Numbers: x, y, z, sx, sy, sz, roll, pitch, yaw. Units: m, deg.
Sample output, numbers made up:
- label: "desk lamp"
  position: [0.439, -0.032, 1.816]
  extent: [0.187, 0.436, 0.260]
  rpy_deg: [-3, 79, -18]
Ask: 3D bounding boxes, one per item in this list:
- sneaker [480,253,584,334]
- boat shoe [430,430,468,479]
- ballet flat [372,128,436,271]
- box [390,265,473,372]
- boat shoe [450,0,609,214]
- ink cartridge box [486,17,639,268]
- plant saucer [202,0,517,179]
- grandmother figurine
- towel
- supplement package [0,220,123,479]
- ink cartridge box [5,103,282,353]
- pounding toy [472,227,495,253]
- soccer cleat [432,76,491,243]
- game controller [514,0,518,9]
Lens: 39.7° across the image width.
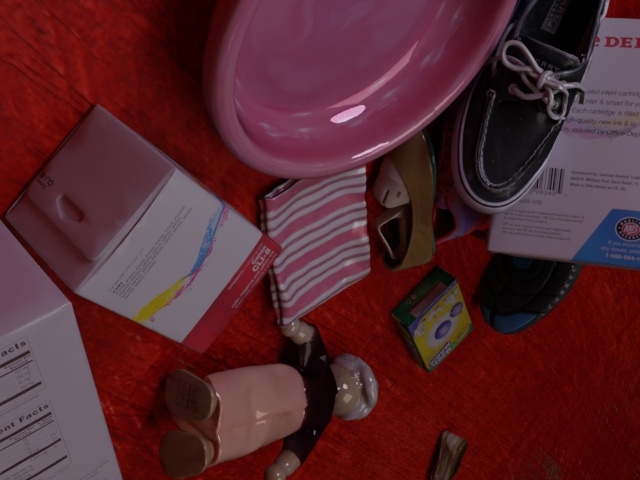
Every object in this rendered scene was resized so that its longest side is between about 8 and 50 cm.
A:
- label: "sneaker"
  position: [0.382, 0.007, 1.393]
  extent: [0.340, 0.125, 0.140]
  rpy_deg: [-56, 150, 9]
- label: "boat shoe"
  position: [0.231, 0.412, 1.651]
  extent: [0.056, 0.048, 0.153]
  rpy_deg: [-39, 151, -39]
- label: "ballet flat"
  position: [0.100, -0.043, 1.073]
  extent: [0.073, 0.080, 0.232]
  rpy_deg: [-24, 137, -13]
- label: "box"
  position: [0.171, 0.127, 1.328]
  extent: [0.105, 0.043, 0.179]
  rpy_deg: [-44, 146, -11]
- label: "boat shoe"
  position: [0.225, -0.172, 0.912]
  extent: [0.306, 0.113, 0.105]
  rpy_deg: [-63, 179, 3]
- label: "ink cartridge box"
  position: [0.321, -0.107, 1.044]
  extent: [0.197, 0.198, 0.270]
  rpy_deg: [8, 90, -71]
- label: "plant saucer"
  position: [0.033, -0.203, 0.802]
  extent: [0.332, 0.084, 0.332]
  rpy_deg: [-27, 149, -18]
- label: "grandmother figurine"
  position: [-0.043, 0.193, 1.098]
  extent: [0.342, 0.104, 0.207]
  rpy_deg: [3, 103, -52]
- label: "towel"
  position: [0.000, 0.000, 1.020]
  extent: [0.144, 0.029, 0.197]
  rpy_deg: [-30, 134, -28]
- label: "supplement package"
  position: [-0.272, 0.129, 0.741]
  extent: [0.134, 0.139, 0.244]
  rpy_deg: [-29, 139, -28]
- label: "ink cartridge box"
  position: [-0.149, -0.006, 0.772]
  extent: [0.127, 0.128, 0.176]
  rpy_deg: [-52, 146, -1]
- label: "pounding toy"
  position: [0.291, -0.049, 1.240]
  extent: [0.206, 0.181, 0.094]
  rpy_deg: [-20, 106, -48]
- label: "soccer cleat"
  position: [0.172, -0.094, 1.108]
  extent: [0.095, 0.083, 0.248]
  rpy_deg: [-32, 143, -19]
- label: "game controller"
  position: [0.163, -0.313, 0.912]
  extent: [0.319, 0.067, 0.166]
  rpy_deg: [10, 112, -51]
